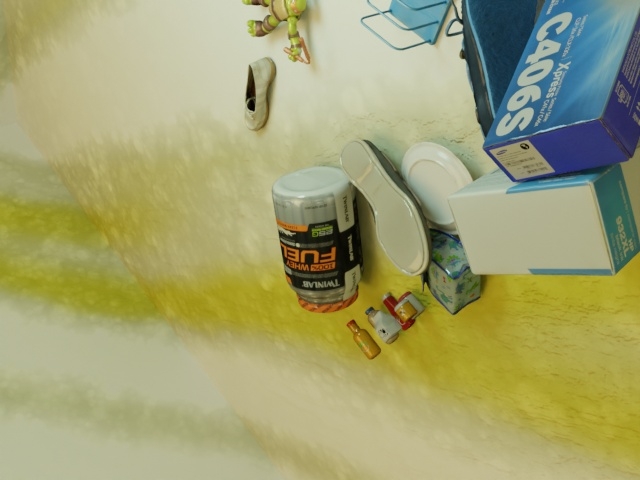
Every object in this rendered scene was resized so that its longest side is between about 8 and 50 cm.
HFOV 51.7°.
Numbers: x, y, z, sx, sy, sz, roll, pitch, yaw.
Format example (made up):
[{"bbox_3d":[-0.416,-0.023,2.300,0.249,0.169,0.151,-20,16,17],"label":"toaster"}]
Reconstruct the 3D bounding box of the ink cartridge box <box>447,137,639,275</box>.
[{"bbox_3d":[0.370,-0.072,0.936,0.223,0.307,0.129,-4,111,53],"label":"ink cartridge box"}]

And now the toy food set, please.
[{"bbox_3d":[0.154,0.175,1.550,0.104,0.111,0.232,51,146,17],"label":"toy food set"}]

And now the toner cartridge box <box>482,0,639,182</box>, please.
[{"bbox_3d":[0.343,-0.242,0.838,0.075,0.348,0.165,40,154,-27],"label":"toner cartridge box"}]

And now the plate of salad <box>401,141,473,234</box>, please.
[{"bbox_3d":[0.239,-0.105,1.309,0.200,0.048,0.200,37,143,35],"label":"plate of salad"}]

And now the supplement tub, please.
[{"bbox_3d":[0.000,0.000,1.563,0.193,0.193,0.316,19,127,45],"label":"supplement tub"}]

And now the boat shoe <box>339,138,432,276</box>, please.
[{"bbox_3d":[0.152,-0.075,1.345,0.112,0.095,0.335,-45,58,31],"label":"boat shoe"}]

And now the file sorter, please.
[{"bbox_3d":[0.156,-0.436,1.150,0.118,0.104,0.170,46,141,23],"label":"file sorter"}]

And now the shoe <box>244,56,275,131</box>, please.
[{"bbox_3d":[-0.167,-0.362,1.657,0.076,0.058,0.219,46,142,24],"label":"shoe"}]

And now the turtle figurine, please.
[{"bbox_3d":[-0.091,-0.518,1.432,0.217,0.087,0.269,20,136,54],"label":"turtle figurine"}]

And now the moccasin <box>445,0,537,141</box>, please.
[{"bbox_3d":[0.260,-0.306,1.039,0.117,0.137,0.342,178,90,-79],"label":"moccasin"}]

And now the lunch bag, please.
[{"bbox_3d":[0.250,0.055,1.353,0.151,0.096,0.129,49,160,38],"label":"lunch bag"}]
